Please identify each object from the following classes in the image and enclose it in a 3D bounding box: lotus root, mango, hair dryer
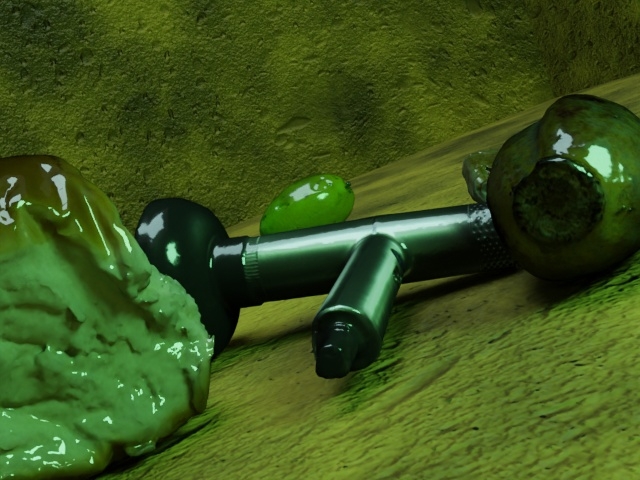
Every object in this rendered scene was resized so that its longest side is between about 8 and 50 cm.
[{"bbox_3d":[0.191,-0.041,0.607,0.124,0.123,0.241,-51,-4,25],"label":"lotus root"},{"bbox_3d":[-0.022,-0.046,1.415,0.178,0.100,0.119,-27,-33,-4],"label":"mango"},{"bbox_3d":[-0.026,0.018,0.643,0.320,0.156,0.284,-9,-3,22],"label":"hair dryer"}]

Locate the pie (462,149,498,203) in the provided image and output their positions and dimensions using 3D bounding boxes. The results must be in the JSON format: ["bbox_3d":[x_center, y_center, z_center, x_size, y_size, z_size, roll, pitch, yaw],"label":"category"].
[{"bbox_3d":[0.236,-0.065,0.840,0.195,0.046,0.195,-2,16,1],"label":"pie"}]

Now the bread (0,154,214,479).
[{"bbox_3d":[-0.247,0.068,0.547,0.279,0.225,0.250,-33,21,-31],"label":"bread"}]
